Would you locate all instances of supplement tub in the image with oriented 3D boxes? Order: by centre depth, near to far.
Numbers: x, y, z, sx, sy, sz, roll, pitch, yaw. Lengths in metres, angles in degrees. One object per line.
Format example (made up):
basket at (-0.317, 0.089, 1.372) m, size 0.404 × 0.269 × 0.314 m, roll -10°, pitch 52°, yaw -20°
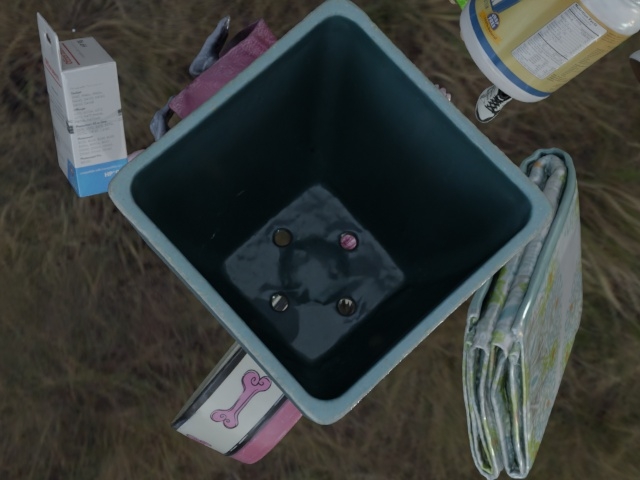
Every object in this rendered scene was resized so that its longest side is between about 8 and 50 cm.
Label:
supplement tub at (0.270, -0.261, 1.249) m, size 0.144 × 0.144 × 0.200 m, roll 40°, pitch 129°, yaw -16°

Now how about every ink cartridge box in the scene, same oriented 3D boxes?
ink cartridge box at (-0.254, -0.151, 1.212) m, size 0.060 × 0.104 × 0.180 m, roll -13°, pitch 119°, yaw -20°

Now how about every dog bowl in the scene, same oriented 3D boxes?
dog bowl at (-0.069, 0.203, 1.919) m, size 0.150 × 0.408 × 0.408 m, roll 41°, pitch 90°, yaw -1°

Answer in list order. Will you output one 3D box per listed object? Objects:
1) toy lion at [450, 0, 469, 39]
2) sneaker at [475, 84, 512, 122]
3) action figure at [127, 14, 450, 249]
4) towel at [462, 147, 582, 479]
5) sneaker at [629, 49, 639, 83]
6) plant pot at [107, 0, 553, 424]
toy lion at (0.251, -0.361, 1.786) m, size 0.096 × 0.034 × 0.100 m, roll -34°, pitch 109°, yaw -44°
sneaker at (0.215, -0.176, 1.371) m, size 0.032 × 0.037 × 0.083 m, roll 34°, pitch 118°, yaw -4°
action figure at (-0.017, -0.090, 1.359) m, size 0.370 × 0.248 × 0.275 m, roll 38°, pitch 62°, yaw -4°
towel at (0.286, 0.103, 1.567) m, size 0.090 × 0.374 × 0.320 m, roll 10°, pitch 137°, yaw 22°
sneaker at (0.669, -0.274, 1.980) m, size 0.123 × 0.290 × 0.106 m, roll -36°, pitch 133°, yaw -5°
plant pot at (0.000, 0.000, 0.964) m, size 0.248 × 0.252 × 0.247 m, roll -41°, pitch 82°, yaw -13°
